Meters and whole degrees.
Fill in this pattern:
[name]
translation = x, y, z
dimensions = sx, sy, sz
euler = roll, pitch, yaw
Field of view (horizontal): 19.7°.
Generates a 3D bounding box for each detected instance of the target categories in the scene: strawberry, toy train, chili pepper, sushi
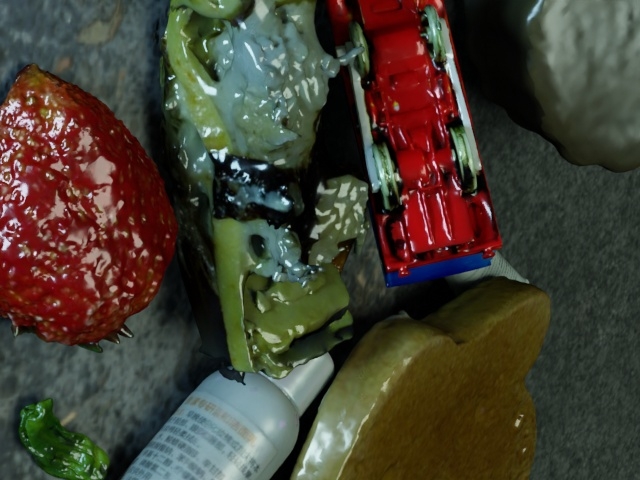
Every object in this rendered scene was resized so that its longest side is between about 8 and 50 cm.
[strawberry]
translation = -0.143, -0.019, 1.115
dimensions = 0.146, 0.082, 0.187
euler = -36, 125, -42
[toy train]
translation = 0.061, -0.075, 1.251
dimensions = 0.131, 0.082, 0.204
euler = 77, 1, -80
[chili pepper]
translation = -0.167, 0.131, 1.181
dimensions = 0.091, 0.034, 0.030
euler = 54, 32, -44
[sushi]
translation = -0.025, -0.058, 1.184
dimensions = 0.139, 0.131, 0.291
euler = -22, 113, -39

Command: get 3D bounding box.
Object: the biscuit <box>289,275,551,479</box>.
[biscuit]
translation = 0.082, 0.152, 1.407
dimensions = 0.287, 0.057, 0.343
euler = -62, 150, -4

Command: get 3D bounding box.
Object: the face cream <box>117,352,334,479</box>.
[face cream]
translation = -0.088, 0.166, 1.238
dimensions = 0.269, 0.082, 0.082
euler = -48, 135, -22

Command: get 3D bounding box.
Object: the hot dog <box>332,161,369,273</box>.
[hot dog]
translation = 0.000, 0.000, 1.306
dimensions = 0.049, 0.037, 0.122
euler = 31, 76, -38

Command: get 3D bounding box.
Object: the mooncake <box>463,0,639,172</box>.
[mooncake]
translation = 0.218, -0.173, 1.380
dimensions = 0.228, 0.124, 0.228
euler = -11, 116, -24

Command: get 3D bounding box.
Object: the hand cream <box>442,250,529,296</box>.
[hand cream]
translation = 0.116, 0.019, 1.440
dimensions = 0.067, 0.042, 0.194
euler = -64, 145, -17
